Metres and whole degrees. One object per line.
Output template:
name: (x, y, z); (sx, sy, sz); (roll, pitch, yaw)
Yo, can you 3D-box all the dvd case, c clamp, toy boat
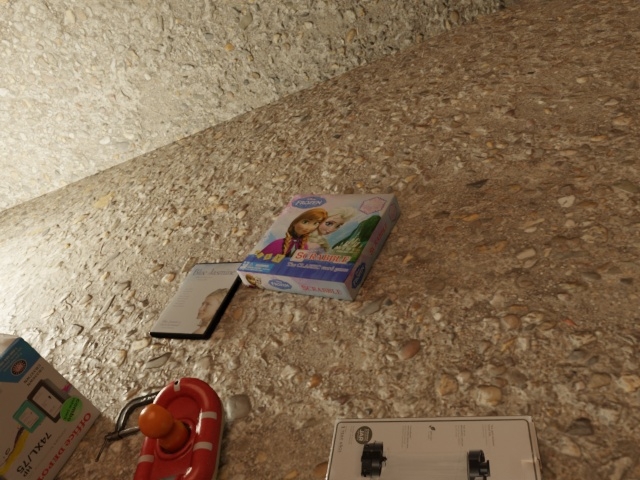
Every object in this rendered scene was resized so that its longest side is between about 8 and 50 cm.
dvd case: (-0.307, 0.149, 1.246); (0.181, 0.022, 0.253); (-4, 40, 27)
c clamp: (-0.373, 0.374, 0.997); (0.161, 0.022, 0.137); (-22, 30, 5)
toy boat: (-0.266, 0.342, 0.859); (0.151, 0.151, 0.231); (-17, 36, 9)

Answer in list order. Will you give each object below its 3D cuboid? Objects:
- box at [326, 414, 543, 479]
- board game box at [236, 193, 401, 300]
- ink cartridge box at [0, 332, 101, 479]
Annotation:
box: (0.157, 0.341, 0.669); (0.290, 0.087, 0.169); (-10, 37, 20)
board game box: (0.000, 0.000, 1.222); (0.319, 0.065, 0.318); (3, 43, 33)
ink cartridge box: (-0.641, 0.345, 0.971); (0.197, 0.270, 0.198); (0, 42, 28)
